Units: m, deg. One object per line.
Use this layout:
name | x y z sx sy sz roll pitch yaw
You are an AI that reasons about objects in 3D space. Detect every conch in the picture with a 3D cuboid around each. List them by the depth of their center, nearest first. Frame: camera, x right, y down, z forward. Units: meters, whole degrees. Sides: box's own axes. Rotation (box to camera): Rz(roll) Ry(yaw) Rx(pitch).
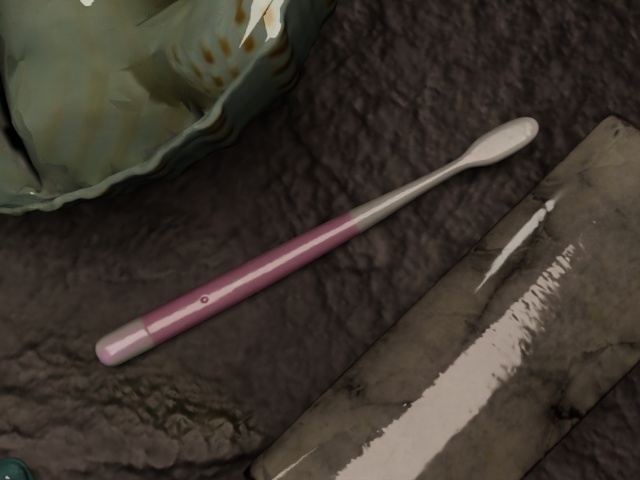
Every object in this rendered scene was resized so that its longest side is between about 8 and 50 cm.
conch | -0.116 -0.161 0.893 0.319 0.215 0.303 -31 75 24

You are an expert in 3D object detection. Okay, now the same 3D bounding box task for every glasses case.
glasses case | 0.100 0.066 0.933 0.114 0.060 0.299 45 80 5

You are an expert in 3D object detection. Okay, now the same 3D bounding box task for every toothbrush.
toothbrush | 0.000 0.000 0.961 0.286 0.025 0.020 -28 84 -6

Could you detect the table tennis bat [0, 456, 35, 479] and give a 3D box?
table tennis bat | -0.247 0.175 0.910 0.201 0.033 0.124 -26 84 -5
